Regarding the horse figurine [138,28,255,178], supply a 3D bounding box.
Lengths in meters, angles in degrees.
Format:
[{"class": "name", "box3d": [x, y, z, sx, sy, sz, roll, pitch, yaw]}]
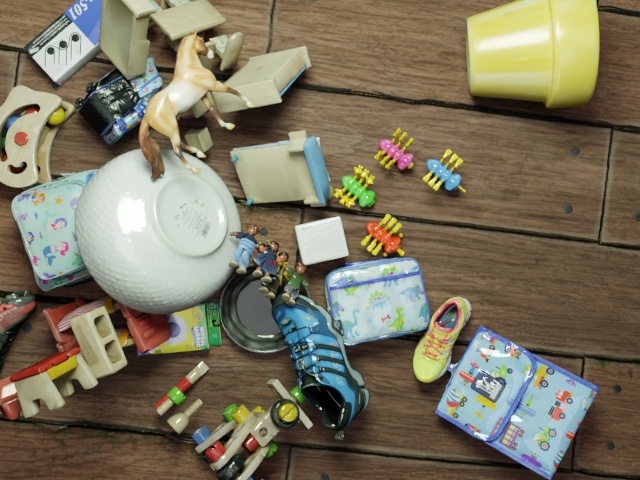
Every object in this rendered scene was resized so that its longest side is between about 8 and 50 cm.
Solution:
[{"class": "horse figurine", "box3d": [-0.244, -0.236, 1.135, 0.174, 0.066, 0.263, 45, 71, -26]}]

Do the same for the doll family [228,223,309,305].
[{"class": "doll family", "box3d": [-0.103, 0.043, 1.255, 0.193, 0.076, 0.111, 47, 48, -34]}]

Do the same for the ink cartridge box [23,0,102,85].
[{"class": "ink cartridge box", "box3d": [-0.518, -0.438, 1.337, 0.207, 0.046, 0.097, -42, 94, -2]}]

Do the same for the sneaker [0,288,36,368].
[{"class": "sneaker", "box3d": [-0.694, 0.216, 1.309, 0.276, 0.097, 0.135, -37, 92, 0]}]

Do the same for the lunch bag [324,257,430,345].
[{"class": "lunch bag", "box3d": [0.120, 0.127, 1.365, 0.219, 0.090, 0.176, -8, 89, -4]}]

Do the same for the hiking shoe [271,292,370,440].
[{"class": "hiking shoe", "box3d": [-0.006, 0.243, 1.274, 0.113, 0.132, 0.304, -34, 92, 27]}]

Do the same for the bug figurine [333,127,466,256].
[{"class": "bug figurine", "box3d": [0.169, -0.109, 1.371, 0.216, 0.072, 0.279, 45, 93, 3]}]

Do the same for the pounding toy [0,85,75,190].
[{"class": "pounding toy", "box3d": [-0.623, -0.192, 1.278, 0.154, 0.155, 0.269, 35, 88, 1]}]

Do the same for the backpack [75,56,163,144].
[{"class": "backpack", "box3d": [-0.399, -0.298, 1.297, 0.173, 0.158, 0.117, -45, 108, -26]}]

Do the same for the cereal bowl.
[{"class": "cereal bowl", "box3d": [-0.287, -0.033, 1.217, 0.339, 0.141, 0.338, 18, 62, -38]}]

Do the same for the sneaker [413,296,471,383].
[{"class": "sneaker", "box3d": [0.256, 0.211, 1.360, 0.082, 0.094, 0.208, 23, 84, 22]}]

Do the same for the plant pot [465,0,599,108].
[{"class": "plant pot", "box3d": [0.431, -0.400, 1.312, 0.239, 0.254, 0.253, -3, 91, 13]}]

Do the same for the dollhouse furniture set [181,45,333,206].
[{"class": "dollhouse furniture set", "box3d": [-0.122, -0.222, 1.354, 0.287, 0.198, 0.303, -4, 122, 24]}]

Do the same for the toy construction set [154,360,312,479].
[{"class": "toy construction set", "box3d": [-0.164, 0.366, 1.313, 0.309, 0.257, 0.237, 40, 70, 17]}]

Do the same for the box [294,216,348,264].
[{"class": "box", "box3d": [0.000, 0.000, 1.347, 0.102, 0.101, 0.087, -12, 92, -3]}]

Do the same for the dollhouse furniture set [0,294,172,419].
[{"class": "dollhouse furniture set", "box3d": [-0.467, 0.191, 1.164, 0.201, 0.374, 0.152, -21, 93, 18]}]

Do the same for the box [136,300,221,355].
[{"class": "box", "box3d": [-0.310, 0.190, 1.361, 0.179, 0.043, 0.105, -6, 92, -5]}]

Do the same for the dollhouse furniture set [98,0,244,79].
[{"class": "dollhouse furniture set", "box3d": [-0.296, -0.440, 1.224, 0.242, 0.161, 0.212, -34, 75, -36]}]

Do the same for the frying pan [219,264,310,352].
[{"class": "frying pan", "box3d": [-0.063, 0.175, 1.371, 0.326, 0.053, 0.197, 27, 90, -6]}]

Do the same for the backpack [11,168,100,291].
[{"class": "backpack", "box3d": [-0.479, -0.030, 1.282, 0.254, 0.191, 0.225, -18, 91, -8]}]

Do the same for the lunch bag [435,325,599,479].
[{"class": "lunch bag", "box3d": [0.411, 0.341, 1.381, 0.293, 0.138, 0.220, 28, 88, 10]}]
